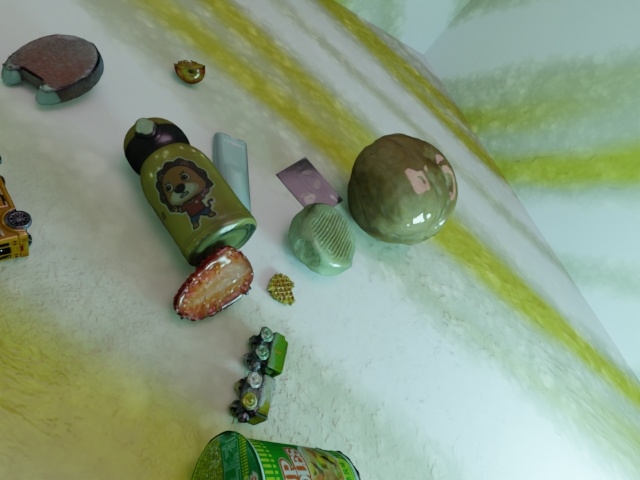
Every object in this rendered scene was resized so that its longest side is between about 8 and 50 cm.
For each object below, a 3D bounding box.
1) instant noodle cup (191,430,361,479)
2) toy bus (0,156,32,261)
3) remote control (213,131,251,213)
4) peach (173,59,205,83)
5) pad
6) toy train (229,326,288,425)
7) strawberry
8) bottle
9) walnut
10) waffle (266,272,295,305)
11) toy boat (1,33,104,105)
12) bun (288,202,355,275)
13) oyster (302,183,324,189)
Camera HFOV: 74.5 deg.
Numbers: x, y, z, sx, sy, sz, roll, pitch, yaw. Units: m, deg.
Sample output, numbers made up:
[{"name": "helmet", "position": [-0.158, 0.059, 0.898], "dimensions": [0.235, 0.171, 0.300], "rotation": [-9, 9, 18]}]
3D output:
[{"name": "instant noodle cup", "position": [-0.061, 0.414, 0.671], "dimensions": [0.233, 0.207, 0.207], "rotation": [22, 43, -40]}, {"name": "toy bus", "position": [-0.562, -0.061, 0.710], "dimensions": [0.088, 0.083, 0.194], "rotation": [-23, 74, -40]}, {"name": "remote control", "position": [-0.239, -0.188, 1.153], "dimensions": [0.103, 0.051, 0.293], "rotation": [16, 46, -32]}, {"name": "peach", "position": [-0.402, -0.516, 1.293], "dimensions": [0.098, 0.061, 0.098], "rotation": [6, 33, -4]}, {"name": "pad", "position": [-0.033, -0.166, 1.320], "dimensions": [0.127, 0.004, 0.190], "rotation": [-38, 84, -28]}, {"name": "toy train", "position": [-0.118, 0.268, 0.841], "dimensions": [0.081, 0.060, 0.202], "rotation": [35, 40, -22]}, {"name": "strawberry", "position": [-0.229, 0.087, 0.875], "dimensions": [0.188, 0.082, 0.121], "rotation": [-34, 112, -31]}, {"name": "bottle", "position": [-0.309, -0.122, 0.938], "dimensions": [0.351, 0.171, 0.171], "rotation": [51, 38, 11]}, {"name": "walnut", "position": [0.259, -0.163, 1.377], "dimensions": [0.381, 0.381, 0.381], "rotation": [25, 42, -25]}, {"name": "waffle", "position": [-0.093, 0.118, 1.036], "dimensions": [0.078, 0.016, 0.085], "rotation": [30, 39, -19]}, {"name": "toy boat", "position": [-0.613, -0.394, 0.989], "dimensions": [0.155, 0.085, 0.227], "rotation": [30, 51, -6]}, {"name": "bun", "position": [-0.001, 0.002, 1.156], "dimensions": [0.221, 0.108, 0.221], "rotation": [31, 41, -31]}, {"name": "oyster", "position": [-0.026, -0.178, 1.368], "dimensions": [0.083, 0.038, 0.080], "rotation": [8, 36, -5]}]
